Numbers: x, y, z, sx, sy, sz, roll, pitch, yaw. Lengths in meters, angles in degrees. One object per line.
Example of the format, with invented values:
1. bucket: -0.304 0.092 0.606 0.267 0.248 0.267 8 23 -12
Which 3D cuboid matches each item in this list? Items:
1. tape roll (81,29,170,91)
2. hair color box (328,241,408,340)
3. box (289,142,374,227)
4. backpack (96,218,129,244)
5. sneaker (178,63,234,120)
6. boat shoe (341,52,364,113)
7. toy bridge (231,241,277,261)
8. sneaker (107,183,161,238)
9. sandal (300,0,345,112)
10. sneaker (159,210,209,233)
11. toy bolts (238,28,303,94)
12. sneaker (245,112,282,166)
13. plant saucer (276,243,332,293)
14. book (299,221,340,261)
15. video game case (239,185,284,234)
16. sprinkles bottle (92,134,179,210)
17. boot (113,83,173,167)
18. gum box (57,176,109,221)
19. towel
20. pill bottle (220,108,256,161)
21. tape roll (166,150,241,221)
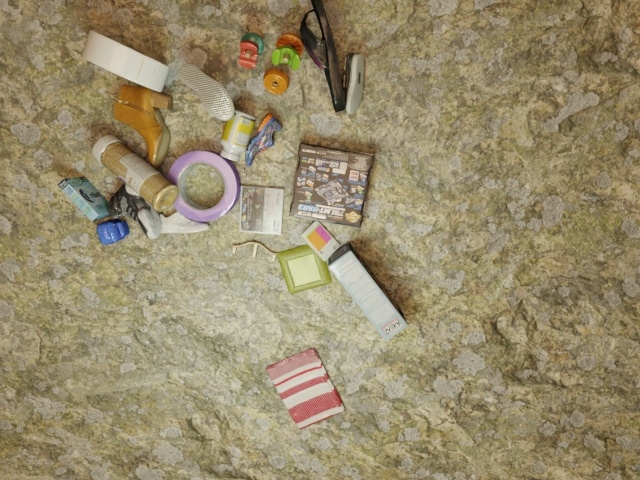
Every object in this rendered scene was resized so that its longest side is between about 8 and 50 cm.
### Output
1. tape roll: -0.688 -0.637 1.678 0.286 0.286 0.100 25 100 -3
2. hair color box: 0.184 0.196 1.869 0.114 0.185 0.374 -36 98 7
3. box: 0.041 -0.216 1.849 0.296 0.073 0.293 8 102 0
4. backpack: -0.834 -0.039 1.884 0.101 0.120 0.097 -18 99 5
5. sneaker: -0.390 -0.528 1.744 0.102 0.161 0.282 -41 72 2
6. boat shoe: 0.116 -0.592 1.777 0.070 0.078 0.219 17 108 33
7. toy bridge: -0.268 0.038 1.931 0.188 0.026 0.063 11 100 0
8. sneaker: -0.742 -0.103 1.867 0.153 0.101 0.268 -29 80 13
9. sandal: -0.004 -0.687 1.706 0.107 0.167 0.445 -13 101 1
10. sneaker: -0.554 -0.075 1.897 0.213 0.080 0.094 0 90 3
11. toy bolts: -0.189 -0.690 1.754 0.229 0.158 0.218 16 144 -9
12. sneaker: -0.224 -0.378 1.822 0.087 0.083 0.221 30 104 -12
13. plant saucer: -0.067 0.118 1.932 0.188 0.045 0.188 -16 101 5
14. book: 0.000 0.000 1.895 0.144 0.035 0.096 48 66 -7
15. video game case: -0.238 -0.122 1.902 0.173 0.022 0.190 5 102 0
16. sprinkles bottle: -0.702 -0.258 1.786 0.355 0.121 0.121 37 100 13
17. boot: -0.696 -0.443 1.819 0.212 0.104 0.294 11 96 5
18. gum box: -0.910 -0.166 1.843 0.041 0.157 0.184 -41 97 8
19. towel: -0.063 0.648 2.043 0.237 0.037 0.328 -25 100 7
20. pill bottle: -0.323 -0.404 1.806 0.103 0.103 0.184 21 101 -2
21. tape roll: -0.458 -0.216 1.854 0.275 0.090 0.274 0 101 2
